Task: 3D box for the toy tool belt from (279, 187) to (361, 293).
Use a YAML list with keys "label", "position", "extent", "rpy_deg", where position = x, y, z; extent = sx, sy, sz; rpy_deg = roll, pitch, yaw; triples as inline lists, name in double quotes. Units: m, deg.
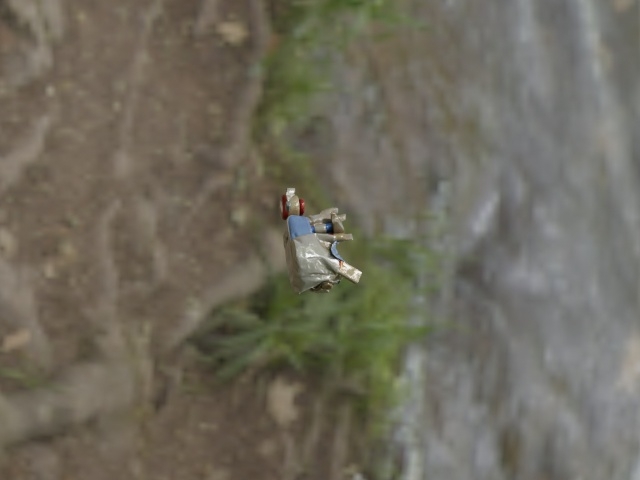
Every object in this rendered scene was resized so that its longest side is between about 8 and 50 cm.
- label: "toy tool belt"
  position: [0.000, 0.000, 1.403]
  extent: [0.052, 0.051, 0.083]
  rpy_deg: [101, -16, -49]
